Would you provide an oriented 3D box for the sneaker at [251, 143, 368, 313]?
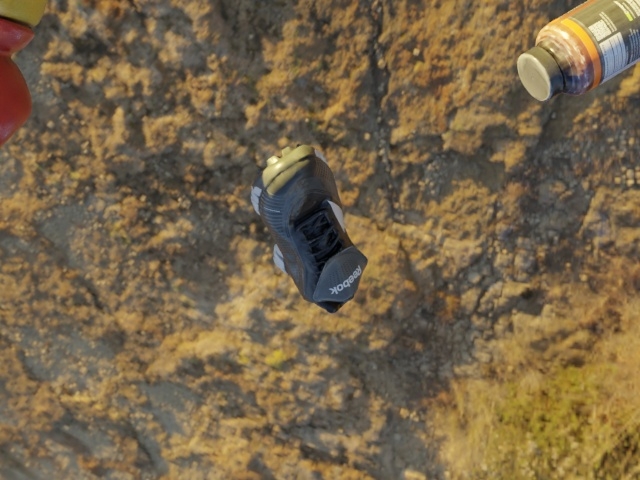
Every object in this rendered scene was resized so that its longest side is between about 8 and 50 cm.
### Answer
[{"bbox_3d":[0.000,0.000,0.722,0.106,0.078,0.234,52,168,22],"label":"sneaker"}]

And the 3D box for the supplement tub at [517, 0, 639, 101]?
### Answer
[{"bbox_3d":[0.359,-0.260,1.045,0.197,0.106,0.106,-30,125,-8],"label":"supplement tub"}]

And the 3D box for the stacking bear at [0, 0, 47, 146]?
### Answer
[{"bbox_3d":[-0.268,-0.199,0.589,0.175,0.164,0.289,13,98,31],"label":"stacking bear"}]
